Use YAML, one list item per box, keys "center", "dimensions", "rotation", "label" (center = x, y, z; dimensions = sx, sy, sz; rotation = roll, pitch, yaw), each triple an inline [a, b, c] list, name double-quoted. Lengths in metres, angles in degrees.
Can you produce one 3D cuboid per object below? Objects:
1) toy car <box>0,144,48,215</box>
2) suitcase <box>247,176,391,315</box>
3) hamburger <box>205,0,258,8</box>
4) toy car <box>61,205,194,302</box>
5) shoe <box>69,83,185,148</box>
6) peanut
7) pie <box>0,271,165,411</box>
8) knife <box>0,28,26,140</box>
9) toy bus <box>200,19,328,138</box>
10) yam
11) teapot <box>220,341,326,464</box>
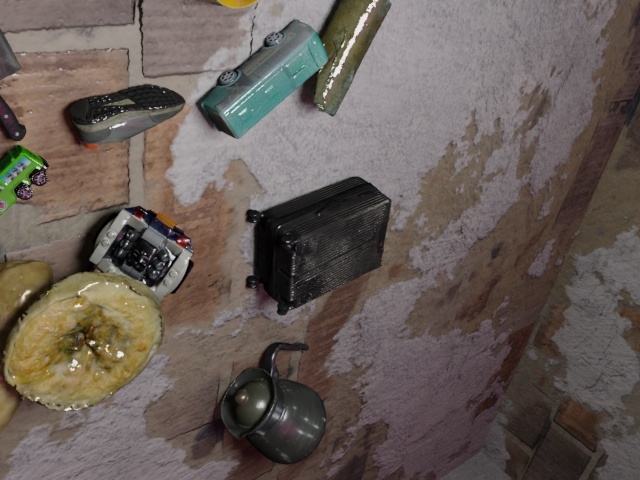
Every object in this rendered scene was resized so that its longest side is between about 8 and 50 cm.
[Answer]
- center: [-0.507, -0.078, 1.013]
  dimensions: [0.165, 0.071, 0.062]
  rotation: [-46, 127, -6]
  label: "toy car"
- center: [0.000, 0.000, 1.530]
  dimensions: [0.335, 0.152, 0.229]
  rotation: [-24, 137, -34]
  label: "suitcase"
- center: [-0.133, -0.481, 1.029]
  dimensions: [0.173, 0.116, 0.210]
  rotation: [-1, 126, -35]
  label: "hamburger"
- center: [-0.369, 0.077, 1.185]
  dimensions: [0.193, 0.118, 0.301]
  rotation: [35, 97, -10]
  label: "toy car"
- center: [-0.326, -0.210, 1.092]
  dimensions: [0.194, 0.074, 0.077]
  rotation: [-20, 145, -30]
  label: "shoe"
- center: [-0.576, 0.198, 1.089]
  dimensions: [0.387, 0.169, 0.192]
  rotation: [-59, 152, 5]
  label: "peanut"
- center: [-0.393, 0.174, 1.079]
  dimensions: [0.274, 0.055, 0.274]
  rotation: [-22, 129, -29]
  label: "pie"
- center: [-0.480, -0.257, 0.932]
  dimensions: [0.072, 0.019, 0.245]
  rotation: [-35, 138, -22]
  label: "knife"
- center: [-0.102, -0.305, 1.208]
  dimensions: [0.262, 0.109, 0.091]
  rotation: [-44, 136, -10]
  label: "toy bus"
- center: [0.046, -0.386, 1.288]
  dimensions: [0.106, 0.106, 0.259]
  rotation: [15, 109, -50]
  label: "yam"
- center: [-0.114, 0.433, 1.722]
  dimensions: [0.305, 0.223, 0.285]
  rotation: [-48, 136, 0]
  label: "teapot"
